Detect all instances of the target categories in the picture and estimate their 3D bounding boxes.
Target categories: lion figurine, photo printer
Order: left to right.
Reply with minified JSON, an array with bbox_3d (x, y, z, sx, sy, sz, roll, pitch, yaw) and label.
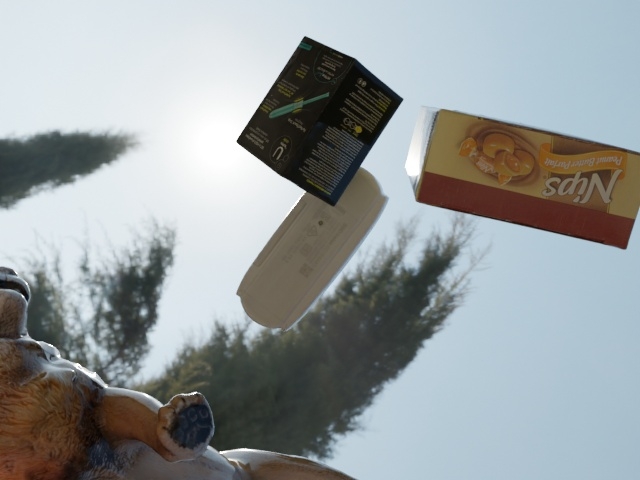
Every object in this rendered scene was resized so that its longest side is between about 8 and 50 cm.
[{"bbox_3d":[-0.104,0.169,0.536,0.240,0.392,0.142,-3,-128,50],"label":"lion figurine"},{"bbox_3d":[0.000,0.000,1.150,0.107,0.307,0.256,37,-84,2],"label":"photo printer"}]

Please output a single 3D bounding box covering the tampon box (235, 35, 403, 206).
[{"bbox_3d":[-0.002,-0.147,0.938,0.161,0.101,0.120,-56,-137,6],"label":"tampon box"}]

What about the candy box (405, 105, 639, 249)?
[{"bbox_3d":[0.188,-0.078,0.773,0.183,0.316,0.087,13,-79,2],"label":"candy box"}]
